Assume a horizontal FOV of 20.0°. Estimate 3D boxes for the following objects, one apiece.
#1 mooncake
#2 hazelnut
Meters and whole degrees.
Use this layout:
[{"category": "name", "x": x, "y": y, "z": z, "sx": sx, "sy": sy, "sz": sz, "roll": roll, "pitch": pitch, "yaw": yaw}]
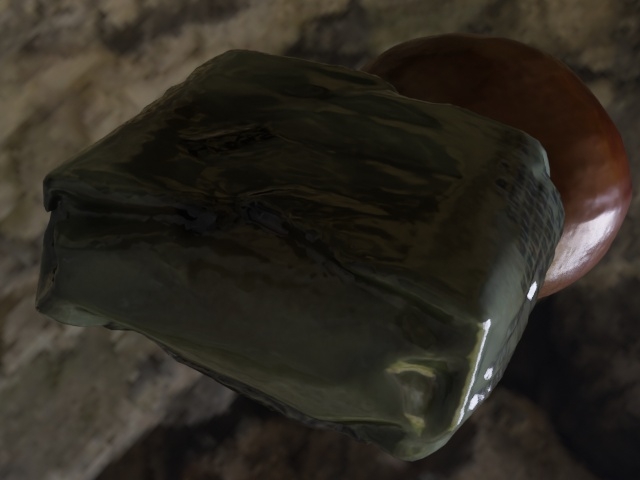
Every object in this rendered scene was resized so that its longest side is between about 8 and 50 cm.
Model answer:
[{"category": "mooncake", "x": 0.000, "y": 0.004, "z": 0.990, "sx": 0.250, "sy": 0.254, "sz": 0.136, "roll": 19, "pitch": -59, "yaw": 17}, {"category": "hazelnut", "x": 0.104, "y": -0.049, "z": 1.242, "sx": 0.214, "sy": 0.214, "sz": 0.176, "roll": 30, "pitch": -64, "yaw": 20}]
